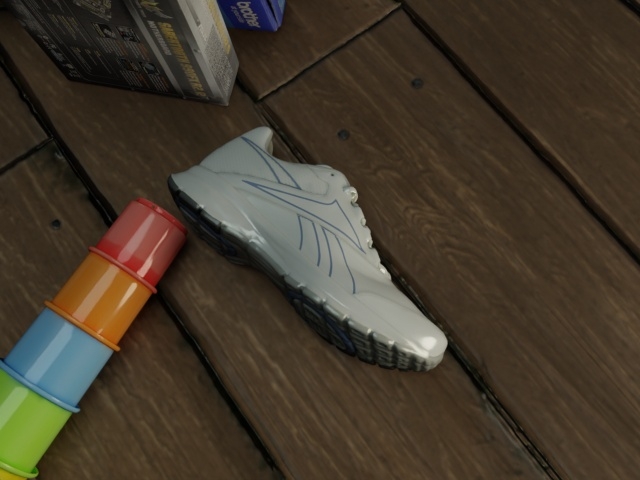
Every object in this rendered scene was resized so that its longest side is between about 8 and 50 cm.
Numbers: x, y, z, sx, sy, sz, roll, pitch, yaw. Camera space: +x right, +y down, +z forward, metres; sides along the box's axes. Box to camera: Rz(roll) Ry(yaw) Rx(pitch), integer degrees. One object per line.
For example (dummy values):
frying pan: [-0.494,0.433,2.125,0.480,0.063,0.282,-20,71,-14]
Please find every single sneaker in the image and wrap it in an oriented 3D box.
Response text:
sneaker: [0.000,0.000,0.651,0.297,0.111,0.129,40,73,14]

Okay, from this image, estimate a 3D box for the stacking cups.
stacking cups: [-0.237,0.100,0.645,0.096,0.096,0.316,27,73,12]

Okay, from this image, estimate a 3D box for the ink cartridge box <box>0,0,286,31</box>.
ink cartridge box: [-0.162,-0.373,0.732,0.396,0.151,0.269,7,86,5]

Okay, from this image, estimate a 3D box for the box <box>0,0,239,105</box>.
box: [-0.187,-0.210,0.663,0.183,0.231,0.056,10,76,8]
